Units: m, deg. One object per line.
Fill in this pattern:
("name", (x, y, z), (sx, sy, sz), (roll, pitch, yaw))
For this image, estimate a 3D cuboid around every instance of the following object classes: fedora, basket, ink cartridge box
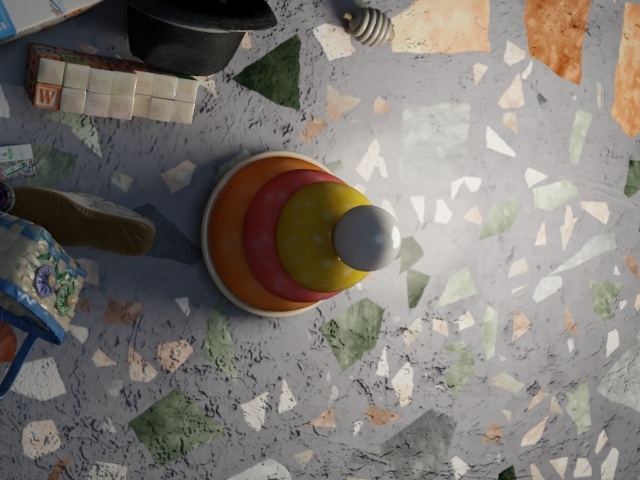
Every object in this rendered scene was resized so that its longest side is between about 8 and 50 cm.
("fedora", (-0.252, -0.405, 1.727), (0.334, 0.334, 0.153), (4, 122, -26))
("basket", (-0.559, 0.113, 1.587), (0.289, 0.201, 0.255), (-60, 154, -18))
("ink cartridge box", (-0.524, -0.459, 1.615), (0.232, 0.171, 0.168), (-28, 105, -21))
("ink cartridge box", (-0.591, -0.142, 1.682), (0.115, 0.029, 0.063), (-10, 98, -25))

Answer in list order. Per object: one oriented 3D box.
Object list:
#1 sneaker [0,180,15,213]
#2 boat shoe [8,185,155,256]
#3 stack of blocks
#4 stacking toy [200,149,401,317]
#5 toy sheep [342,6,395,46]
("sneaker", (-0.656, -0.058, 1.606), (0.223, 0.098, 0.083), (-21, 95, -13))
("boat shoe", (-0.449, -0.041, 1.728), (0.277, 0.096, 0.098), (18, 108, -7))
("stack of blocks", (-0.384, -0.285, 1.686), (0.297, 0.171, 0.087), (5, 108, -26))
("stacking toy", (0.000, 0.000, 1.726), (0.350, 0.480, 0.351), (-2, 95, -25))
("toy sheep", (0.104, -0.461, 1.964), (0.132, 0.091, 0.091), (13, 88, -26))
